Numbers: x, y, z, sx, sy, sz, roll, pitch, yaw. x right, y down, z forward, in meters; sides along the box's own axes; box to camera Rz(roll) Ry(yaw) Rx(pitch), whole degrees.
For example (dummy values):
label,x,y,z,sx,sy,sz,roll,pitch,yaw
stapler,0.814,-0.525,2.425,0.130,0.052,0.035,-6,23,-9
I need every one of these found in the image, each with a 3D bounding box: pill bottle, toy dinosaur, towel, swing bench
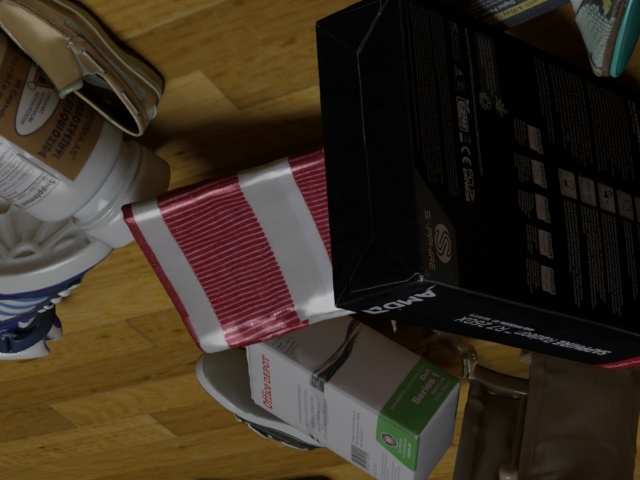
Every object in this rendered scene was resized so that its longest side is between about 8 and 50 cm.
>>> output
label,x,y,z,sx,sy,sz,roll,pitch,yaw
pill bottle,-0.262,-0.092,1.514,0.229,0.131,0.131,34,140,-27
toy dinosaur,0.122,0.074,1.702,0.093,0.053,0.183,-12,128,6
towel,0.000,0.000,1.544,0.329,0.037,0.237,-16,139,6
swing bench,0.243,0.208,1.655,0.165,0.253,0.254,16,146,-4

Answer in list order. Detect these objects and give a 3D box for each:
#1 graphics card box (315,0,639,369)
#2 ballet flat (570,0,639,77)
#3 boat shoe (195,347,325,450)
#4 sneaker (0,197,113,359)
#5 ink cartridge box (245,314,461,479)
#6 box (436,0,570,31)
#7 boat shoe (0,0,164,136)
label,x,y,z,sx,sy,sz,roll,pitch,yaw
graphics card box,0.155,-0.036,1.257,0.094,0.232,0.371,-18,159,39
ballet flat,0.205,-0.208,1.093,0.079,0.077,0.221,26,144,10
boat shoe,-0.071,0.200,1.907,0.219,0.077,0.070,33,140,-28
sneaker,-0.317,0.040,1.752,0.323,0.130,0.236,-15,153,20
ink cartridge box,0.035,0.166,1.743,0.219,0.092,0.160,30,152,18
box,0.137,-0.308,1.102,0.395,0.097,0.318,-21,132,40
boat shoe,-0.225,-0.163,1.451,0.190,0.072,0.068,33,141,-26
